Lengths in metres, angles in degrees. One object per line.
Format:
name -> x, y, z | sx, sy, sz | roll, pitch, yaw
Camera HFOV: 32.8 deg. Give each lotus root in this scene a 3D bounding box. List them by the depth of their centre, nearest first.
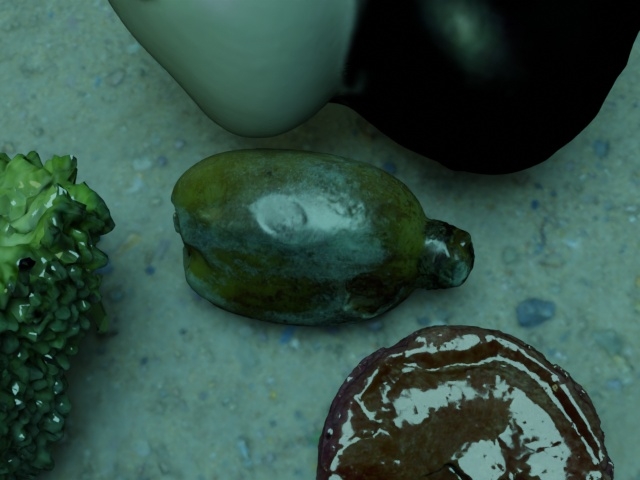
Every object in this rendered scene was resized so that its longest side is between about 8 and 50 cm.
lotus root -> 0.000, 0.000, 0.677 | 0.192, 0.113, 0.088 | 5, 33, 8

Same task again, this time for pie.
pie -> 0.083, 0.138, 0.644 | 0.182, 0.049, 0.182 | 0, 70, -1

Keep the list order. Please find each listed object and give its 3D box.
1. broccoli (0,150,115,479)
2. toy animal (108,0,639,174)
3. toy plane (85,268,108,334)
broccoli -> -0.355, 0.084, 0.613 | 0.397, 0.275, 0.353 | 21, 39, 13
toy animal -> 0.018, -0.183, 0.646 | 0.310, 0.251, 0.251 | 13, 67, -17
toy plane -> -0.176, 0.027, 0.714 | 0.102, 0.040, 0.111 | 13, 71, 21
